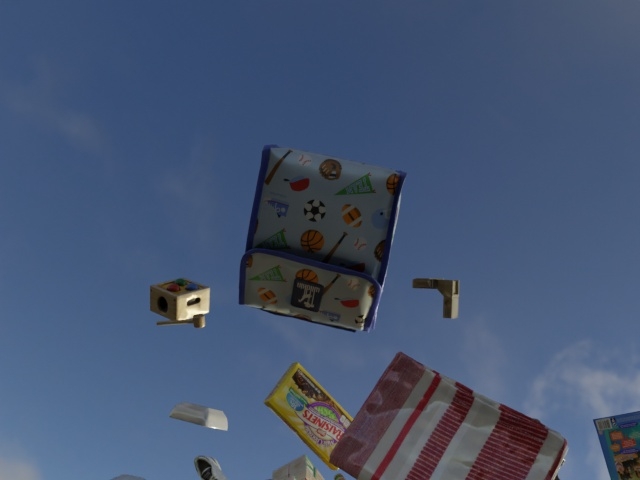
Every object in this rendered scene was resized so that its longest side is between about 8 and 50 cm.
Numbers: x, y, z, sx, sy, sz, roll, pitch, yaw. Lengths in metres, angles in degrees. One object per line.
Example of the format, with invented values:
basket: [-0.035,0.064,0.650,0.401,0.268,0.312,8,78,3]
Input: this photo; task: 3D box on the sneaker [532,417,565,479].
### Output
sneaker: [0.578,0.541,1.608,0.071,0.188,0.066,-13,-39,19]

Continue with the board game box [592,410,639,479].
board game box: [0.739,0.502,1.459,0.160,0.210,0.047,-20,-29,26]

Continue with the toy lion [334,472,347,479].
toy lion: [0.071,0.593,1.461,0.100,0.096,0.034,17,-5,-13]

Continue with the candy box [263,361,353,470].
candy box: [-0.012,0.351,1.275,0.206,0.105,0.027,47,-32,-12]

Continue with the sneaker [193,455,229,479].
sneaker: [-0.345,0.819,2.127,0.235,0.090,0.094,41,-16,26]

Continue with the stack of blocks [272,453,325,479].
stack of blocks: [-0.044,0.555,1.253,0.087,0.297,0.171,-30,-77,7]

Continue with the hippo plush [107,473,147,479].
hippo plush: [-0.248,0.454,1.007,0.237,0.234,0.294,32,-37,12]

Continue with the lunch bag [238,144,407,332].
lunch bag: [0.000,0.000,1.444,0.328,0.239,0.385,13,-81,3]

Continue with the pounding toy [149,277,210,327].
pounding toy: [-0.407,0.182,1.859,0.206,0.181,0.094,15,-72,37]

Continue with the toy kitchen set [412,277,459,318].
toy kitchen set: [0.212,0.109,1.218,0.083,0.075,0.068,0,-4,35]

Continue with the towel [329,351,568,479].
towel: [0.209,0.350,1.060,0.329,0.237,0.037,24,-27,28]

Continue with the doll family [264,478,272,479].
doll family: [-0.189,0.916,2.215,0.263,0.118,0.163,-19,-103,35]

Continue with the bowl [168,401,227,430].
bowl: [-0.342,0.499,1.817,0.142,0.053,0.142,7,-17,26]
